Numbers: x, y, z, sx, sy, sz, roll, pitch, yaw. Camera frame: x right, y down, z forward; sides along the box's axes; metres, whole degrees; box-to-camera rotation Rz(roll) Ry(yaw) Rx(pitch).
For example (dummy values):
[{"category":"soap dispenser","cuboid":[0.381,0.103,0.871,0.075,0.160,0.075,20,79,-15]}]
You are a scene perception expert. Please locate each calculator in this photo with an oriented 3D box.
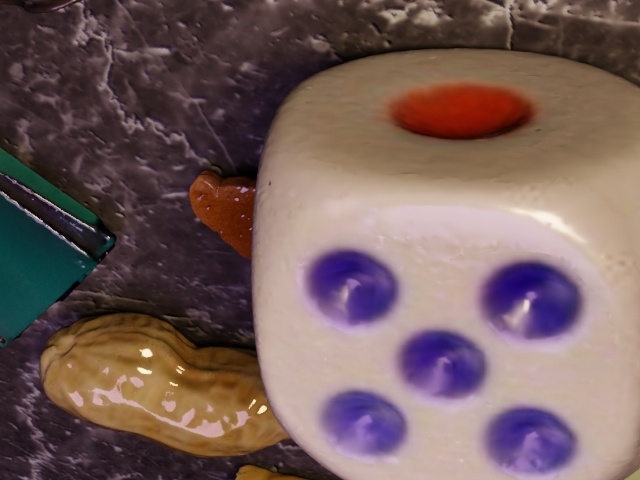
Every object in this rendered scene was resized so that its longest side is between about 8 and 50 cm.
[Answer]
[{"category":"calculator","cuboid":[-0.381,-0.008,1.357,0.248,0.058,0.274,37,135,-13]}]

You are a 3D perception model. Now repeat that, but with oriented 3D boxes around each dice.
[{"category":"dice","cuboid":[0.118,0.027,1.003,0.304,0.277,0.304,2,121,13]}]

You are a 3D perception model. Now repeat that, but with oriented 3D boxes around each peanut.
[{"category":"peanut","cuboid":[-0.168,0.166,1.383,0.306,0.147,0.147,19,136,2]}]

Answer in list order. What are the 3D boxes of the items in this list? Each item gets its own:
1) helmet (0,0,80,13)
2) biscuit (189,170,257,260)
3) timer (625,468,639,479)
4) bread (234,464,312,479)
[{"category":"helmet","cuboid":[-0.232,-0.304,0.928,0.306,0.177,0.224,0,124,14]},{"category":"biscuit","cuboid":[0.000,0.000,1.221,0.280,0.043,0.183,22,140,-5]},{"category":"timer","cuboid":[0.291,0.282,1.244,0.291,0.290,0.315,3,153,20]},{"category":"bread","cuboid":[-0.039,0.360,1.548,0.173,0.085,0.134,10,135,14]}]
